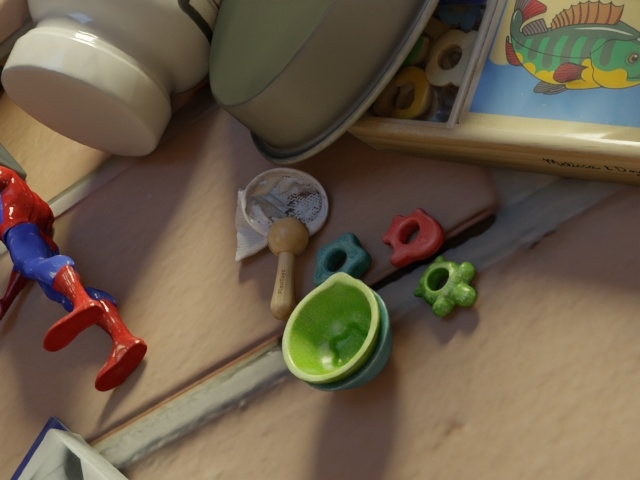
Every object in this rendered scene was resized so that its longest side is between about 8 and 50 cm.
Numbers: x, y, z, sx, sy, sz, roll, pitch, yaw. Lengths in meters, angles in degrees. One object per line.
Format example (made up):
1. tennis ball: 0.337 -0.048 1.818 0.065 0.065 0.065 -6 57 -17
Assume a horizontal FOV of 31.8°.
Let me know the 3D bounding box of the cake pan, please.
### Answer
1. cake pan: 0.005 -0.197 0.779 0.293 0.054 0.293 -46 32 40

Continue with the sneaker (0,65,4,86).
1. sneaker: -0.368 -0.175 1.177 0.109 0.044 0.040 10 68 43

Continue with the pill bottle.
1. pill bottle: -0.142 -0.220 0.919 0.162 0.162 0.278 3 64 43

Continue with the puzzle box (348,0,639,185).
1. puzzle box: 0.208 -0.163 0.621 0.409 0.052 0.272 11 79 45

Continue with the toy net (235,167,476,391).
1. toy net: 0.000 0.000 0.726 0.122 0.045 0.232 -47 42 6

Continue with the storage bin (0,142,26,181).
1. storage bin: -0.340 -0.050 1.038 0.091 0.098 0.135 41 92 21

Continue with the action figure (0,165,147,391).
1. action figure: -0.253 0.034 0.887 0.139 0.091 0.280 -40 42 -3

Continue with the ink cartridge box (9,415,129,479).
1. ink cartridge box: -0.201 0.241 0.732 0.224 0.045 0.223 23 79 48
